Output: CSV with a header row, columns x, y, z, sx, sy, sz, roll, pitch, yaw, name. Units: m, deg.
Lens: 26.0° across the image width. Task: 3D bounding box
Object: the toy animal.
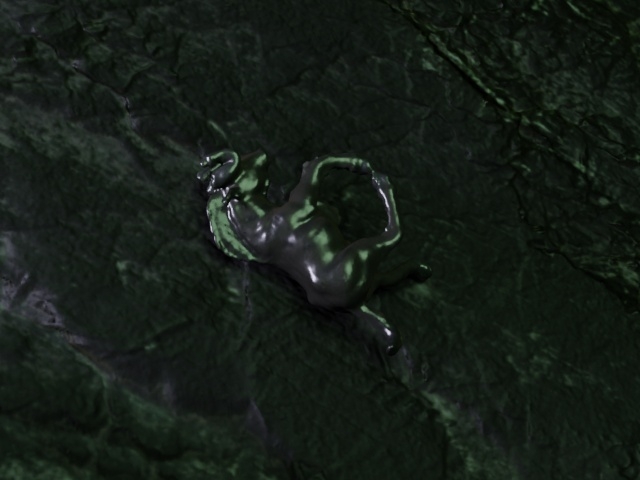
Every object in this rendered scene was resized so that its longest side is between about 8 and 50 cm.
x,y,z,sx,sy,sz,roll,pitch,yaw,name
0.000,0.000,1.198,0.233,0.084,0.148,45,63,8,toy animal
